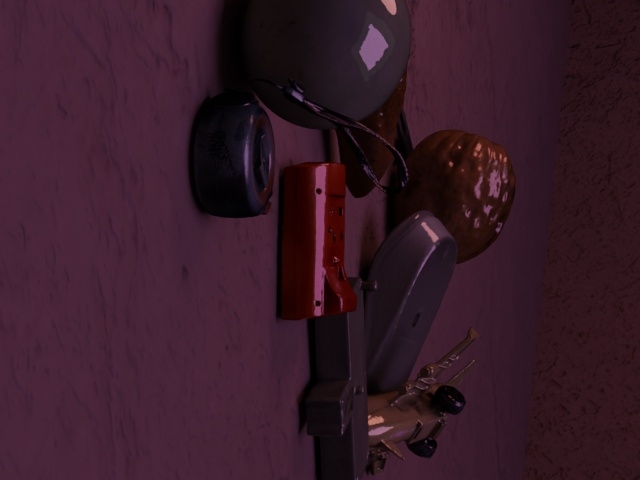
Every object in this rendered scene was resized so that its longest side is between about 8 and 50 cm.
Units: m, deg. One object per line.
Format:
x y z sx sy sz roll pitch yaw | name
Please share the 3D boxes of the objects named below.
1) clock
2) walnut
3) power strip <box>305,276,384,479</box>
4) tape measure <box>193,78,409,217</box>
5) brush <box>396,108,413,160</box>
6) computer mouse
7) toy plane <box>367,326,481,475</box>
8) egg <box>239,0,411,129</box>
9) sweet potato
0.000 0.000 1.678 0.113 0.061 0.155 0 89 -76 | clock
0.165 -0.051 2.165 0.184 0.155 0.155 -66 165 -1 | walnut
0.023 0.159 1.778 0.145 0.061 0.215 -53 141 -69 | power strip
-0.014 -0.062 1.403 0.104 0.180 0.107 100 0 -54 | tape measure
0.121 -0.109 2.223 0.266 0.027 0.062 69 32 -56 | brush
0.091 0.074 2.026 0.128 0.079 0.231 32 79 -63 | computer mouse
0.102 0.201 1.974 0.229 0.092 0.244 -58 162 25 | toy plane
0.005 -0.180 1.492 0.192 0.149 0.149 -74 160 -49 | egg
0.039 -0.198 1.765 0.114 0.092 0.341 -46 142 -33 | sweet potato
